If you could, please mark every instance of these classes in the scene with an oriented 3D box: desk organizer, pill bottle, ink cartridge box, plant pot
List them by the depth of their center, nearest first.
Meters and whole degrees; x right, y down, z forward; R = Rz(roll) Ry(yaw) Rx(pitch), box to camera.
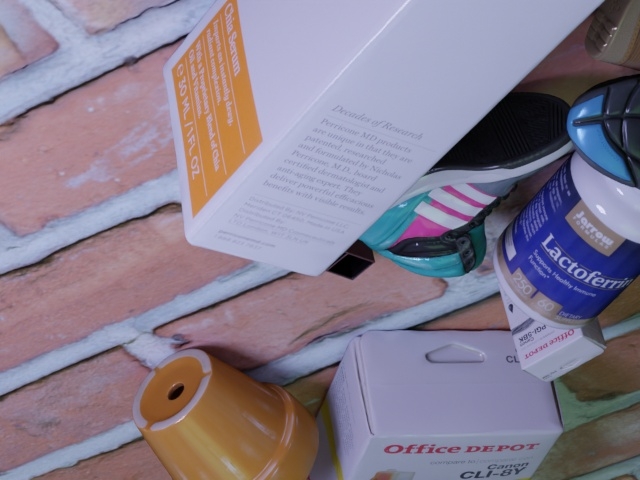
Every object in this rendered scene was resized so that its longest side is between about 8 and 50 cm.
[{"bbox_3d":[0.325,-0.027,1.782,0.153,0.153,0.265,8,140,-26],"label":"pill bottle"},{"bbox_3d":[0.000,0.000,1.812,0.130,0.050,0.047,19,135,-37],"label":"desk organizer"},{"bbox_3d":[0.291,0.095,1.958,0.099,0.135,0.056,-34,139,28],"label":"ink cartridge box"},{"bbox_3d":[-0.137,0.245,2.010,0.205,0.205,0.188,-27,128,21],"label":"plant pot"},{"bbox_3d":[0.140,0.295,2.174,0.279,0.160,0.385,0,144,-15],"label":"ink cartridge box"}]

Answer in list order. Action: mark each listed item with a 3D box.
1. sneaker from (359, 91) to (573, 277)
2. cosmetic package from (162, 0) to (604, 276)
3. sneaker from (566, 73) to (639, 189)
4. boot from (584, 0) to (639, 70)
[{"bbox_3d":[0.167,-0.048,1.725,0.295,0.124,0.178,-17,141,21],"label":"sneaker"},{"bbox_3d":[0.044,-0.192,1.399,0.161,0.230,0.453,16,136,-33],"label":"cosmetic package"},{"bbox_3d":[0.406,-0.126,1.658,0.340,0.139,0.125,-1,109,-19],"label":"sneaker"},{"bbox_3d":[0.391,-0.270,1.545,0.206,0.090,0.248,-7,145,-29],"label":"boot"}]
